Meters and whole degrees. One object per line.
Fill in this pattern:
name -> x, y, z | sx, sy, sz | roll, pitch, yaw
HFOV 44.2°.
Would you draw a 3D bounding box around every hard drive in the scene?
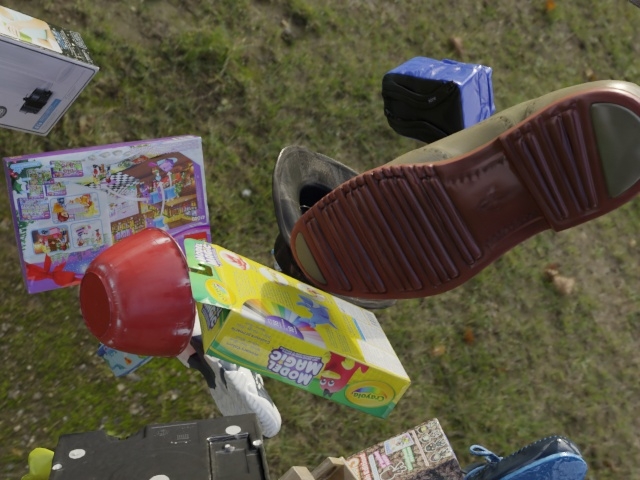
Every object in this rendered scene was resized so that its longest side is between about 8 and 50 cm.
hard drive -> -0.159, 0.294, 0.783 | 0.236, 0.339, 0.064 | -5, 108, -10

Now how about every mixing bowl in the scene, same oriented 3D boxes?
mixing bowl -> -0.256, 0.076, 1.044 | 0.098, 0.181, 0.182 | -8, 73, -41

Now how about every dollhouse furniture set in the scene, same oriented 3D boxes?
dollhouse furniture set -> -0.007, 0.405, 1.134 | 0.123, 0.144, 0.151 | 48, 4, 26

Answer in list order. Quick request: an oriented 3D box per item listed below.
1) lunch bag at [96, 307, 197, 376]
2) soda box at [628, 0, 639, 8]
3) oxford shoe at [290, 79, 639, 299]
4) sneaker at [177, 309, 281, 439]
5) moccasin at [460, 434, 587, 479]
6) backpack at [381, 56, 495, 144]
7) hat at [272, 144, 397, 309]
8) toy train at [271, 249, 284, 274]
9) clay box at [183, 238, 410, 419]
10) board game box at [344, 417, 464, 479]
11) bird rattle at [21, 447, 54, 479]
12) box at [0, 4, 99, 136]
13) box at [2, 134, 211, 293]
lunch bag -> -0.350, 0.180, 1.640 | 0.090, 0.219, 0.176 | 51, 28, -6
soda box -> 0.509, -0.435, 1.235 | 0.092, 0.083, 0.263 | -37, 61, -11
oxford shoe -> 0.132, -0.041, 0.707 | 0.123, 0.348, 0.130 | 64, 31, -12
sneaker -> -0.098, 0.168, 1.134 | 0.153, 0.094, 0.235 | -25, 47, -34
moccasin -> 0.251, 0.390, 1.226 | 0.137, 0.342, 0.117 | 38, 26, -23
backpack -> 0.139, -0.165, 0.930 | 0.101, 0.120, 0.098 | -36, 129, -38
hat -> 0.000, 0.000, 1.390 | 0.331, 0.134, 0.331 | 29, 41, -29
toy train -> -0.044, 0.057, 2.016 | 0.184, 0.080, 0.105 | 23, 77, -39
clay box -> -0.033, 0.080, 0.736 | 0.222, 0.053, 0.127 | 24, 17, -23
board game box -> 0.172, 0.557, 1.669 | 0.141, 0.291, 0.232 | -111, 175, -67
bird rattle -> -0.354, 0.430, 1.168 | 0.143, 0.253, 0.207 | 31, 90, -44
box -> -0.503, -0.264, 1.179 | 0.290, 0.169, 0.087 | 9, 44, -58
box -> -0.320, -0.046, 1.217 | 0.293, 0.057, 0.201 | -11, 106, -26
